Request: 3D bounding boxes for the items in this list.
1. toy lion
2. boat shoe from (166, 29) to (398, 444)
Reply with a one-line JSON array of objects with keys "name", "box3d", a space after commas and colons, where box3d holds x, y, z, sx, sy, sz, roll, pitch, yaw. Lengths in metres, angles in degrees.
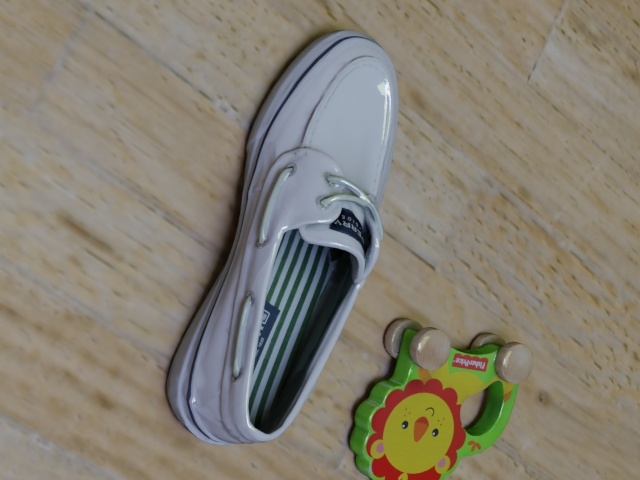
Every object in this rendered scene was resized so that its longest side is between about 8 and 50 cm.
[{"name": "toy lion", "box3d": [0.064, 0.095, 0.870, 0.100, 0.034, 0.096, 11, 94, -35]}, {"name": "boat shoe", "box3d": [0.000, 0.000, 0.790, 0.083, 0.075, 0.226, 25, 79, -33]}]
